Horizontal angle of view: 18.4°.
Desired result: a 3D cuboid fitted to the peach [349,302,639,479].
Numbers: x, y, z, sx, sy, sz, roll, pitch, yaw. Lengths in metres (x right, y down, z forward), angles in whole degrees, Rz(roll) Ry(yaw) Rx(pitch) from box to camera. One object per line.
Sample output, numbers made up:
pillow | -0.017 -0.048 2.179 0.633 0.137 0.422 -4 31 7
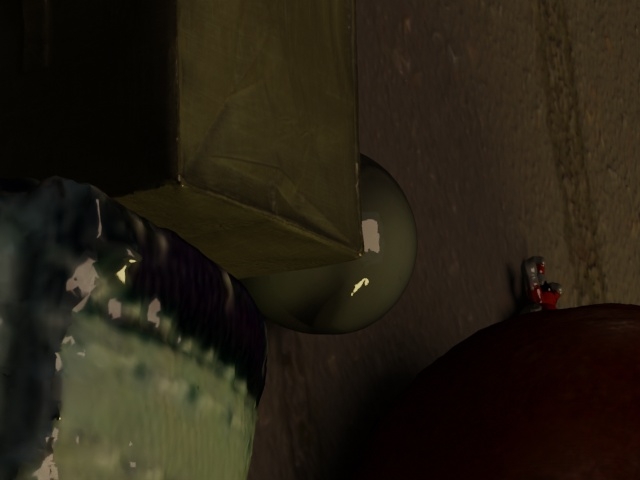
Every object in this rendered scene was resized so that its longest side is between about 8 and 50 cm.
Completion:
peach | 0.189 0.236 1.095 0.335 0.310 0.406 32 56 -45

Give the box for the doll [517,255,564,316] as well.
doll | 0.148 0.060 1.323 0.114 0.039 0.057 -83 177 -47

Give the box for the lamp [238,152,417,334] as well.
lamp | 0.000 0.000 1.057 0.105 0.105 0.105 22 63 -52

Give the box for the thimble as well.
thimble | -0.130 0.073 0.722 0.237 0.237 0.150 30 57 -49

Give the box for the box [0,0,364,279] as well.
box | -0.083 -0.105 0.920 0.155 0.149 0.231 22 62 -53
